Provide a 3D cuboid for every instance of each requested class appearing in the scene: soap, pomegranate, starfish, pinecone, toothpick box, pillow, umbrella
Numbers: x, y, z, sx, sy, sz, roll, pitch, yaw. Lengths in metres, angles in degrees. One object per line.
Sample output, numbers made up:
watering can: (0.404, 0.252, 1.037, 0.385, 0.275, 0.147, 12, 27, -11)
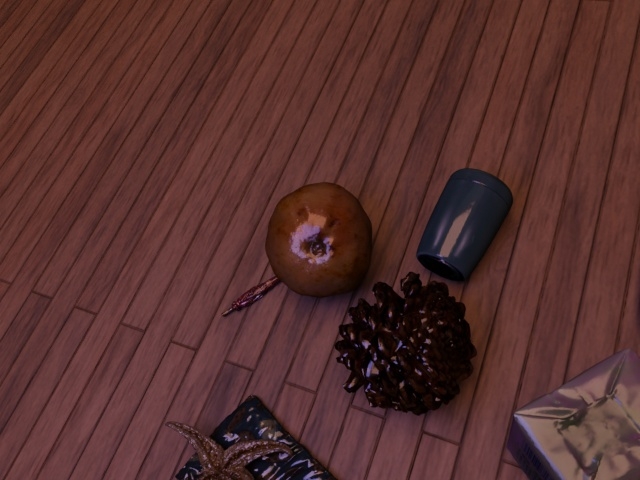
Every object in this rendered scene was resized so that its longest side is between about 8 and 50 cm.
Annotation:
soap: (0.365, 0.267, 0.744, 0.182, 0.199, 0.138, -30, 56, -3)
pomegranate: (0.002, 0.001, 0.986, 0.207, 0.207, 0.207, -6, 61, 12)
starfish: (-0.157, 0.366, 0.881, 0.213, 0.057, 0.238, -38, 62, -14)
pinecone: (0.123, 0.162, 0.866, 0.221, 0.221, 0.221, -6, 61, 12)
toothpick box: (0.248, -0.024, 0.981, 0.120, 0.120, 0.184, 25, 73, 25)
pillow: (-0.095, 0.394, 0.893, 0.255, 0.034, 0.189, 36, 76, 28)
umbrella: (-0.119, 0.097, 1.068, 0.165, 0.025, 0.027, -33, 37, -7)
